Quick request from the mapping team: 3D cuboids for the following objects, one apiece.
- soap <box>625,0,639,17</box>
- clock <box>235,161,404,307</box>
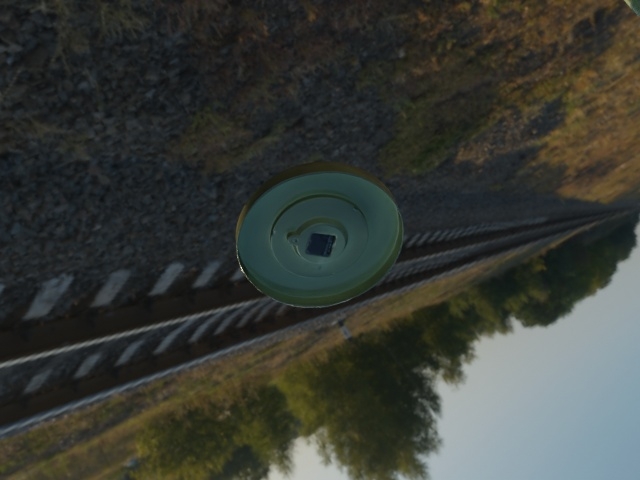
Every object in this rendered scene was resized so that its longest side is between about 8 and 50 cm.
[{"bbox_3d":[0.400,-0.290,0.743,0.115,0.198,0.063,-18,144,2],"label":"soap"},{"bbox_3d":[0.000,0.000,0.928,0.235,0.029,0.235,-4,126,-6],"label":"clock"}]
